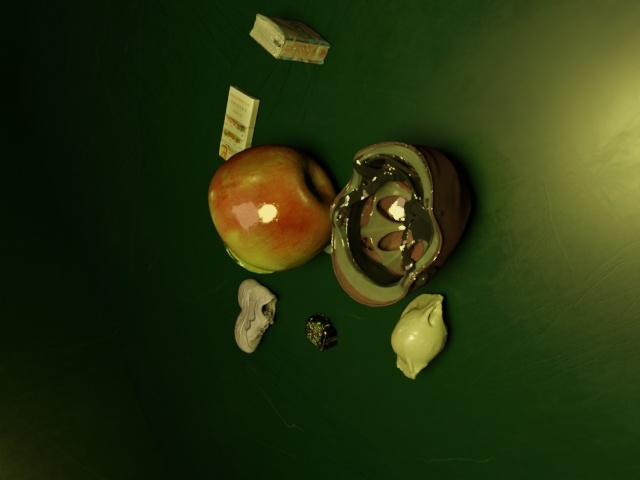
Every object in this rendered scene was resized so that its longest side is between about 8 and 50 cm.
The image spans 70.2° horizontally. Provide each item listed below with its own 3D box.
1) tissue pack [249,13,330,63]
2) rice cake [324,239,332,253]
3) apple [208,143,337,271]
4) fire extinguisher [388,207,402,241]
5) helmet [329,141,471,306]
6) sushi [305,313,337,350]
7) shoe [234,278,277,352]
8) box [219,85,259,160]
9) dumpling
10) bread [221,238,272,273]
[{"bbox_3d":[-0.070,-0.471,1.073,0.115,0.155,0.065,49,129,24],"label":"tissue pack"},{"bbox_3d":[0.000,0.000,1.229,0.180,0.030,0.042,25,124,38],"label":"rice cake"},{"bbox_3d":[-0.106,-0.086,1.118,0.277,0.319,0.319,-28,80,17],"label":"apple"},{"bbox_3d":[0.176,-0.040,1.053,0.028,0.022,0.083,-16,90,8],"label":"fire extinguisher"},{"bbox_3d":[0.170,-0.039,0.933,0.271,0.197,0.338,41,129,38],"label":"helmet"},{"bbox_3d":[-0.001,0.253,1.291,0.083,0.056,0.085,15,113,49],"label":"sushi"},{"bbox_3d":[-0.199,0.253,1.455,0.137,0.095,0.245,18,107,43],"label":"shoe"},{"bbox_3d":[-0.248,-0.337,1.374,0.122,0.032,0.220,37,125,32],"label":"box"},{"bbox_3d":[0.217,0.205,1.034,0.111,0.181,0.155,45,174,-19],"label":"dumpling"},{"bbox_3d":[-0.193,0.000,1.364,0.228,0.033,0.229,10,121,17],"label":"bread"}]
